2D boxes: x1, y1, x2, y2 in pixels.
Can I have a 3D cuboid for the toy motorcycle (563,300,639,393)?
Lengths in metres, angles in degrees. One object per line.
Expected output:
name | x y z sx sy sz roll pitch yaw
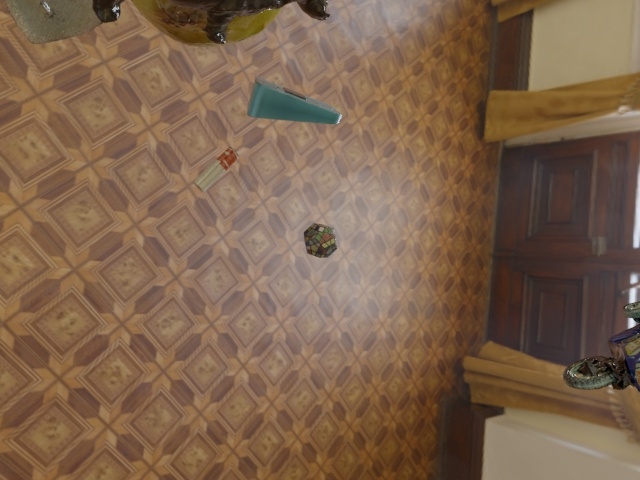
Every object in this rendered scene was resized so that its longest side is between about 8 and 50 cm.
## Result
toy motorcycle | 0.525 0.159 0.684 0.315 0.169 0.113 -21 91 -10

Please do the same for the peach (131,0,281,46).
peach | -0.184 -0.478 0.744 0.314 0.281 0.316 -8 95 -61

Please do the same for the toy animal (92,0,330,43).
toy animal | -0.096 -0.326 0.562 0.343 0.168 0.106 -8 79 -23

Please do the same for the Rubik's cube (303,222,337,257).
Rubik's cube | 0.000 0.000 1.386 0.111 0.111 0.093 4 105 -42

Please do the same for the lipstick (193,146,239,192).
lipstick | -0.264 -0.180 1.179 0.131 0.038 0.038 -48 121 -15

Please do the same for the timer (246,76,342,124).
timer | -0.076 -0.374 1.313 0.249 0.232 0.091 14 110 -13

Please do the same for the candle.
candle | -0.561 -0.480 0.951 0.192 0.168 0.068 7 53 -55
